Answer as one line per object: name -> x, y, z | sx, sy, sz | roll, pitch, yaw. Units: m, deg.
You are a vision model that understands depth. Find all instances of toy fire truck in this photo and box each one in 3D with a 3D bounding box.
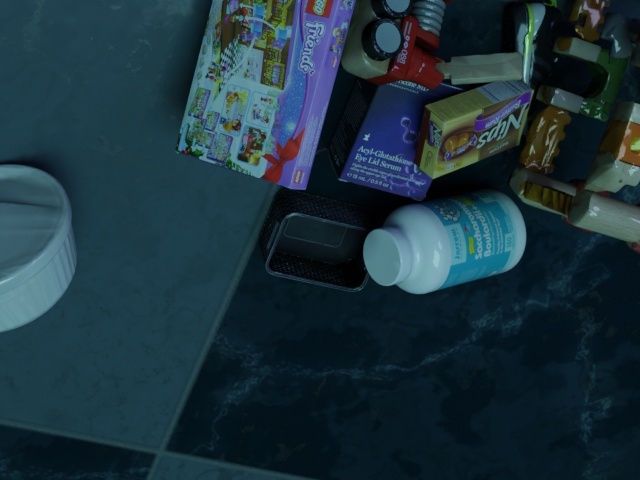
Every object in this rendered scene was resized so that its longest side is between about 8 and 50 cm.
toy fire truck -> 0.167, -0.320, 1.847 | 0.246, 0.158, 0.217 | 20, 77, -31

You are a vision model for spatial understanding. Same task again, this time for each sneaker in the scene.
sneaker -> 0.344, -0.271, 1.998 | 0.097, 0.084, 0.235 | -8, 123, -10

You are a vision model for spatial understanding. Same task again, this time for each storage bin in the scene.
storage bin -> 0.000, 0.000, 2.089 | 0.180, 0.084, 0.122 | 12, 117, -20

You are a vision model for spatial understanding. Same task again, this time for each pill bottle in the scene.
pill bottle -> 0.197, 0.004, 2.043 | 0.264, 0.146, 0.146 | -13, 128, -37

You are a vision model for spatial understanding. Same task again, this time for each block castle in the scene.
block castle -> 0.484, -0.216, 1.867 | 0.212, 0.303, 0.453 | 16, 97, -19

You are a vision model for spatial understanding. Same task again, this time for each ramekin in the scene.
ramekin -> -0.492, 0.020, 1.895 | 0.272, 0.273, 0.127 | -16, 135, -2

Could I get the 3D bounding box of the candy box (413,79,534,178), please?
candy box -> 0.234, -0.174, 1.927 | 0.186, 0.053, 0.109 | -20, 138, -30

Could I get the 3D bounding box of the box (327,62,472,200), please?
box -> 0.122, -0.188, 1.985 | 0.153, 0.108, 0.207 | 13, 118, -19

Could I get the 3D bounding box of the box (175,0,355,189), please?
box -> -0.081, -0.240, 1.819 | 0.200, 0.057, 0.293 | 19, 99, 24

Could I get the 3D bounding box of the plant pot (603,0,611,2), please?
plant pot -> 0.364, -0.483, 1.816 | 0.188, 0.167, 0.187 | 19, 116, -15
